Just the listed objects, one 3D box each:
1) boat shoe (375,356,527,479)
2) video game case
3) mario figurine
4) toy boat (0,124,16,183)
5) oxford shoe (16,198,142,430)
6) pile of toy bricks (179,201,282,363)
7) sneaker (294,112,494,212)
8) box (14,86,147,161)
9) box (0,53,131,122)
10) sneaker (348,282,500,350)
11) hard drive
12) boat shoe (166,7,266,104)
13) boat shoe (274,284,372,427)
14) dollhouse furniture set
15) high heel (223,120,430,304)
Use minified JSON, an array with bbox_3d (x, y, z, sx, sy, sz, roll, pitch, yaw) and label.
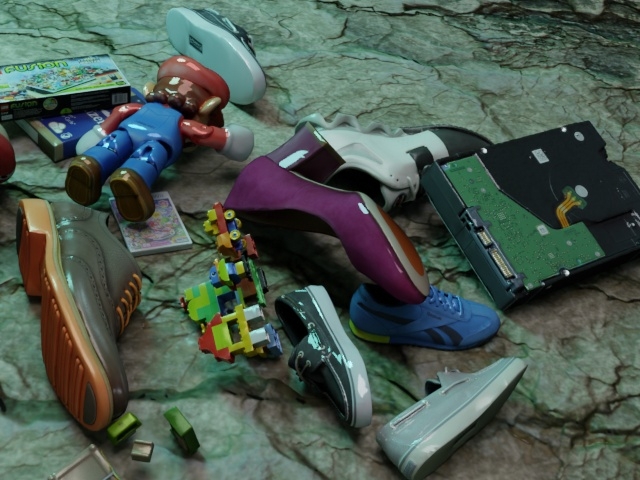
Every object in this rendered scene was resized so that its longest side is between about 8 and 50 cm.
[{"bbox_3d":[0.155,0.187,1.041,0.227,0.079,0.081,-30,59,-36],"label":"boat shoe"},{"bbox_3d":[-0.239,-0.025,1.252,0.087,0.011,0.122,-9,43,-24],"label":"video game case"},{"bbox_3d":[-0.231,-0.137,1.330,0.198,0.170,0.320,44,46,-11],"label":"mario figurine"},{"bbox_3d":[-0.518,-0.083,1.174,0.231,0.151,0.151,-12,74,-26],"label":"toy boat"},{"bbox_3d":[-0.263,0.066,1.046,0.132,0.130,0.364,-3,41,-28],"label":"oxford shoe"},{"bbox_3d":[-0.125,0.070,1.113,0.105,0.118,0.212,-20,59,4],"label":"pile of toy bricks"},{"bbox_3d":[0.125,-0.099,1.376,0.330,0.122,0.146,2,57,-14],"label":"sneaker"},{"bbox_3d":[-0.357,-0.202,1.420,0.225,0.036,0.136,-24,51,-38],"label":"box"},{"bbox_3d":[-0.414,-0.240,1.393,0.207,0.036,0.114,-14,43,-27],"label":"box"},{"bbox_3d":[0.142,0.090,1.158,0.209,0.082,0.069,4,37,-12],"label":"sneaker"},{"bbox_3d":[0.341,-0.047,1.340,0.339,0.064,0.237,-17,66,-32],"label":"hard drive"},{"bbox_3d":[-0.164,-0.339,1.592,0.102,0.108,0.301,-18,40,-30],"label":"boat shoe"},{"bbox_3d":[-0.004,0.136,1.066,0.076,0.080,0.228,-8,41,-15],"label":"boat shoe"},{"bbox_3d":[-0.202,0.236,0.931,0.151,0.058,0.076,-37,65,-21],"label":"dollhouse furniture set"},{"bbox_3d":[0.000,0.000,1.178,0.127,0.181,0.377,42,9,-40],"label":"high heel"}]
